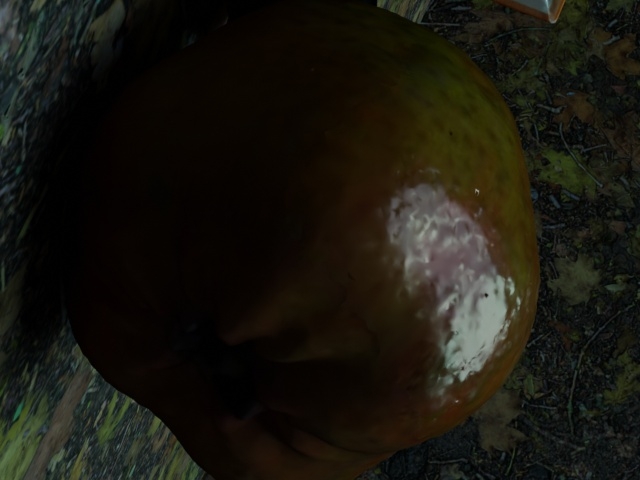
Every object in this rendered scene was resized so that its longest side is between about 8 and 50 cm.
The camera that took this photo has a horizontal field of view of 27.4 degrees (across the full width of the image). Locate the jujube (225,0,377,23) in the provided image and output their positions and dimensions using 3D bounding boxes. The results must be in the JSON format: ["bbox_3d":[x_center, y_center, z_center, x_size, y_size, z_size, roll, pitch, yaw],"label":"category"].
[{"bbox_3d":[-0.030,-0.258,1.372,0.168,0.168,0.236,-67,163,-1],"label":"jujube"}]

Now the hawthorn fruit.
[{"bbox_3d":[0.000,0.000,1.230,0.472,0.472,0.471,22,90,-84],"label":"hawthorn fruit"}]

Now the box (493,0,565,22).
[{"bbox_3d":[0.110,-0.421,1.084,0.257,0.349,0.318,-61,170,-47],"label":"box"}]
